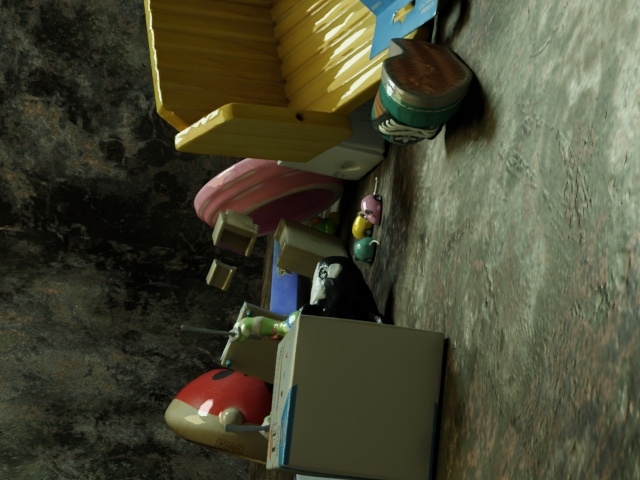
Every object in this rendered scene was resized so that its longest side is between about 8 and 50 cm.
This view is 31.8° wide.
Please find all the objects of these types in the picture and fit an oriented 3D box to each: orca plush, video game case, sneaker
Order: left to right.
[{"bbox_3d":[-0.057,0.144,2.398,0.269,0.061,0.244,-89,-8,-48],"label":"video game case"},{"bbox_3d":[0.049,0.142,1.584,0.102,0.151,0.287,-30,41,41],"label":"orca plush"},{"bbox_3d":[0.118,-0.163,1.360,0.302,0.108,0.121,-75,-5,-71],"label":"sneaker"}]

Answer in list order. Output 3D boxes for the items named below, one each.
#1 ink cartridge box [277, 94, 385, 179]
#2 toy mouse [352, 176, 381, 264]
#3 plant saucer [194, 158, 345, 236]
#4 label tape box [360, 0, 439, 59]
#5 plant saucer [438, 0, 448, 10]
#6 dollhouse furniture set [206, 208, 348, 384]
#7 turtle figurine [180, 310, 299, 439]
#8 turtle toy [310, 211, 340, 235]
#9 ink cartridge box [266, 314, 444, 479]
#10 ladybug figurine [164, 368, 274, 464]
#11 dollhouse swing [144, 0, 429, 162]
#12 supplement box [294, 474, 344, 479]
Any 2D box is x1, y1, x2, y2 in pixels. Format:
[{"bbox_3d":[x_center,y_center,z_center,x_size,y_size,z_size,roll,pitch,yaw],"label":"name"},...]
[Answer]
[{"bbox_3d":[0.039,-0.323,1.984,0.279,0.161,0.384,142,136,-80],"label":"ink cartridge box"},{"bbox_3d":[0.076,-0.019,1.850,0.143,0.031,0.161,-98,17,-68],"label":"toy mouse"},{"bbox_3d":[-0.084,-0.091,2.242,0.332,0.332,0.084,115,136,-70],"label":"plant saucer"},{"bbox_3d":[0.095,-0.439,1.504,0.241,0.106,0.333,163,121,-71],"label":"label tape box"},{"bbox_3d":[0.166,-0.383,1.518,0.168,0.029,0.168,-171,90,-83],"label":"plant saucer"},{"bbox_3d":[-0.104,0.122,2.132,0.198,0.287,0.303,-105,36,-75],"label":"dollhouse furniture set"},{"bbox_3d":[-0.086,0.223,1.716,0.275,0.198,0.266,-38,-38,-27],"label":"turtle figurine"},{"bbox_3d":[0.000,0.000,2.355,0.130,0.066,0.095,108,169,-57],"label":"turtle toy"},{"bbox_3d":[0.033,0.194,1.323,0.232,0.168,0.171,120,157,-76],"label":"ink cartridge box"},{"bbox_3d":[-0.168,0.371,2.370,0.449,0.305,0.161,112,174,-77],"label":"ladybug figurine"},{"bbox_3d":[-0.061,-0.343,1.700,0.305,0.315,0.346,-43,50,53],"label":"dollhouse swing"},{"bbox_3d":[0.004,0.438,1.542,0.114,0.111,0.220,-97,16,-68],"label":"supplement box"}]
